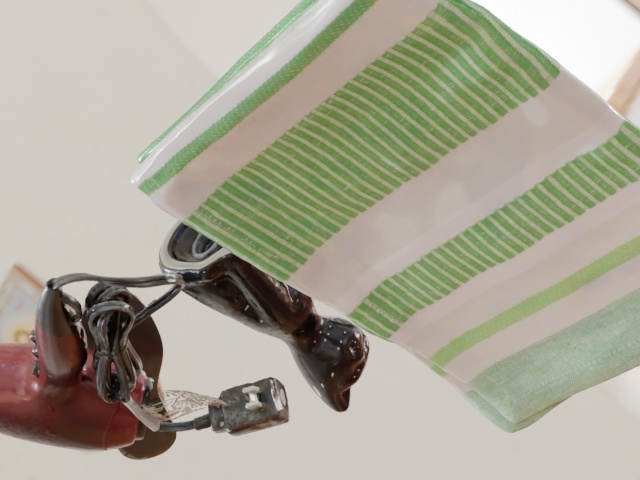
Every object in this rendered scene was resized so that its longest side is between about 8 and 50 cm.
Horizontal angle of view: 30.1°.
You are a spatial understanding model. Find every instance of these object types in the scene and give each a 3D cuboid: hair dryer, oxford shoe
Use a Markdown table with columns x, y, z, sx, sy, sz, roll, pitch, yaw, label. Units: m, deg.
| x | y | z | sx | sy | sz | roll | pitch | yaw | label |
| --- | --- | --- | --- | --- | --- | --- | --- | --- | --- |
| -0.186 | 0.082 | 0.873 | 0.293 | 0.223 | 0.080 | -14 | 48 | 24 | hair dryer |
| -0.178 | 0.105 | 1.056 | 0.076 | 0.076 | 0.212 | -14 | -44 | -11 | oxford shoe |

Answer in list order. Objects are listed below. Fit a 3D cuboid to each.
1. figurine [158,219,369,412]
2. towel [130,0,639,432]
| x | y | z | sx | sy | sz | roll | pitch | yaw | label |
| --- | --- | --- | --- | --- | --- | --- | --- | --- | --- |
| 0.000 | 0.000 | 0.952 | 0.092 | 0.209 | 0.215 | 0 | 53 | 44 | figurine |
| 0.079 | -0.009 | 0.702 | 0.248 | 0.325 | 0.038 | -37 | 27 | 41 | towel |
